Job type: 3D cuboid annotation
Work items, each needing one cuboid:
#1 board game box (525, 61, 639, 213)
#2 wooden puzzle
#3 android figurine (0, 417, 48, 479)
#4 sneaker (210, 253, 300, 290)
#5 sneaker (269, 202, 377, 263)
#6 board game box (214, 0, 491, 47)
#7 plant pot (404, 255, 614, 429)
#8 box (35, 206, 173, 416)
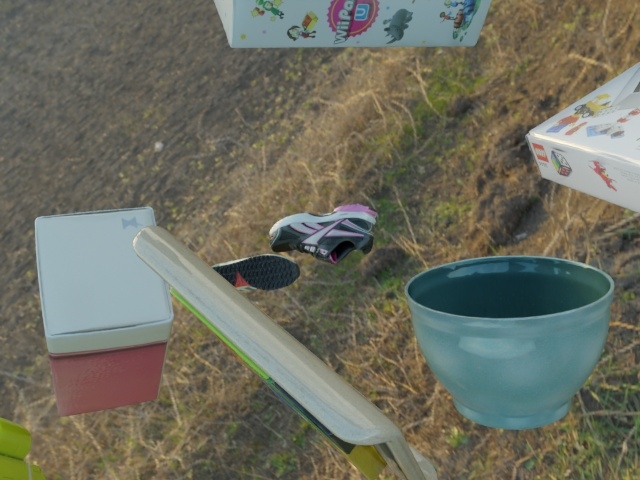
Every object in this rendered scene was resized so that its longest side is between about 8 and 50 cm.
[{"bbox_3d":[0.310,-0.081,0.460,0.193,0.053,0.305,-32,23,-4],"label":"board game box"},{"bbox_3d":[-0.020,0.102,0.488,0.221,0.239,0.044,35,79,30],"label":"wooden puzzle"},{"bbox_3d":[-0.294,0.292,0.619,0.056,0.273,0.248,-15,66,-7],"label":"android figurine"},{"bbox_3d":[-0.110,0.049,1.025,0.161,0.057,0.075,-10,8,6],"label":"sneaker"},{"bbox_3d":[0.000,0.000,0.995,0.178,0.072,0.077,-14,66,29],"label":"sneaker"},{"bbox_3d":[0.021,-0.328,0.779,0.303,0.098,0.224,-8,50,-18],"label":"board game box"},{"bbox_3d":[0.281,0.155,0.988,0.292,0.196,0.293,-7,14,2],"label":"plant pot"},{"bbox_3d":[-0.254,0.089,0.774,0.126,0.232,0.149,-6,59,-22],"label":"box"}]
